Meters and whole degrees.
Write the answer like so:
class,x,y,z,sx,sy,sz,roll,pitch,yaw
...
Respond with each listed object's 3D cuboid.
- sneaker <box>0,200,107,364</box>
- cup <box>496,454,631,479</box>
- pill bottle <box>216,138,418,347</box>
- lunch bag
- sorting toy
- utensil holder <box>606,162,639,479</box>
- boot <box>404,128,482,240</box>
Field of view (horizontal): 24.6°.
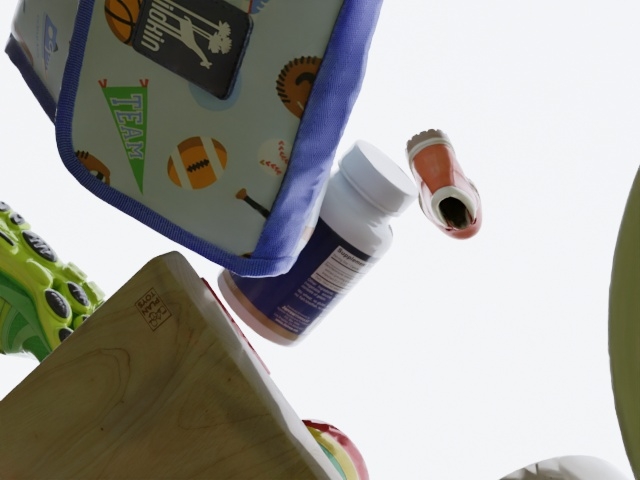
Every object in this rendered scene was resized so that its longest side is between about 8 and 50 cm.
class,x,y,z,sx,sy,sz,roll,pitch,yaw
sneaker,-0.303,0.074,1.510,0.295,0.109,0.123,46,-61,21
cup,0.182,0.347,0.984,0.237,0.331,0.331,37,-81,41
pill bottle,0.000,0.000,1.220,0.094,0.094,0.169,46,-74,12
lunch bag,-0.081,-0.202,1.133,0.385,0.239,0.328,51,-50,46
sorting toy,-0.096,0.171,1.085,0.257,0.089,0.255,-41,-99,32
utensil holder,0.321,0.064,0.691,0.327,0.385,0.328,-4,-102,18
boot,0.127,-0.030,1.420,0.059,0.158,0.085,-26,-126,7
